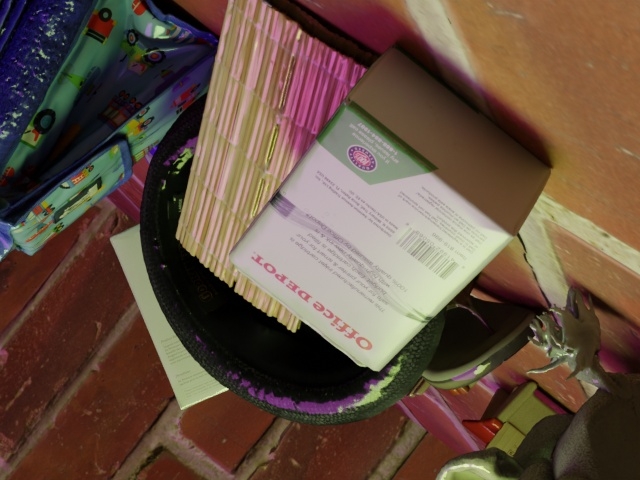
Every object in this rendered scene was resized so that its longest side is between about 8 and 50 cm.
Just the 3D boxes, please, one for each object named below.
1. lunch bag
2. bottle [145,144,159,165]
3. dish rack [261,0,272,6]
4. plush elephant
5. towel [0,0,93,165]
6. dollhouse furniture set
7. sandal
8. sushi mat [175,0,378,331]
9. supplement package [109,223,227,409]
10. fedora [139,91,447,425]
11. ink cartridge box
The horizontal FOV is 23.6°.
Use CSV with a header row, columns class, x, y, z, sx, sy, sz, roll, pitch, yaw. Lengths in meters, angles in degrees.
class,x,y,z,sx,sy,sz,roll,pitch,yaw
lunch bag,-0.243,-0.104,1.528,0.138,0.293,0.221,39,172,-1
bottle,-0.156,-0.107,1.846,0.118,0.092,0.283,38,172,3
dish rack,-0.145,-0.253,1.074,0.271,0.074,0.208,35,172,20
plush elephant,0.256,0.234,1.379,0.255,0.271,0.330,101,147,-66
towel,-0.322,-0.152,1.434,0.076,0.308,0.228,24,-162,-28
dollhouse furniture set,0.238,0.260,1.995,0.262,0.135,0.259,38,172,1
sandal,0.115,0.072,1.604,0.086,0.120,0.302,58,164,-26
sushi mat,-0.043,-0.065,1.269,0.151,0.019,0.317,37,139,18
supplement package,-0.087,0.047,1.680,0.203,0.194,0.149,67,-165,2
fedora,-0.004,0.002,1.428,0.334,0.334,0.152,35,-152,20
ink cartridge box,0.046,-0.018,1.135,0.153,0.087,0.208,39,137,-3
